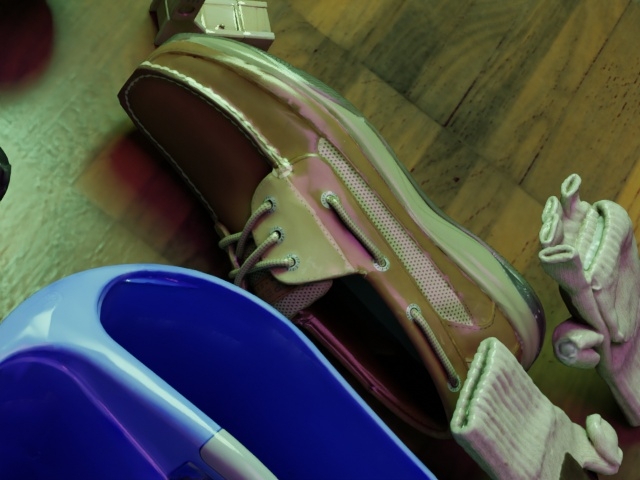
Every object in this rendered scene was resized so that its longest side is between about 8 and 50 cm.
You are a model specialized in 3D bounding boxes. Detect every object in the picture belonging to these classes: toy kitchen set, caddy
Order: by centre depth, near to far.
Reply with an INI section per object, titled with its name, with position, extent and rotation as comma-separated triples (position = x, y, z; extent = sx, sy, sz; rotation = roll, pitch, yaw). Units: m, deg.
[caddy]
position = -0.058, 0.172, 1.056
extent = 0.341, 0.179, 0.241
rotation = 47, 51, 4
[toy kitchen set]
position = -0.064, -0.149, 1.318
extent = 0.083, 0.075, 0.068
rotation = 1, 62, -24

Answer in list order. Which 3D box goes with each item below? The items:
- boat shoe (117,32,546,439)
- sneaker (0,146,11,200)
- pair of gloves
[boat shoe]
position = 0.000, 0.000, 1.235
extent = 0.324, 0.122, 0.120
rotation = 39, 54, -2
[sneaker]
position = -0.317, -0.093, 1.128
extent = 0.283, 0.107, 0.124
rotation = 13, 50, -22
[pair of gloves]
position = 0.172, 0.093, 1.253
extent = 0.204, 0.042, 0.240
rotation = 61, 43, -36
